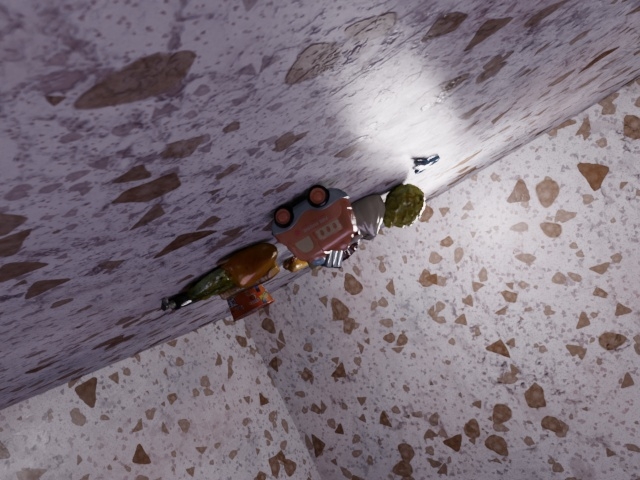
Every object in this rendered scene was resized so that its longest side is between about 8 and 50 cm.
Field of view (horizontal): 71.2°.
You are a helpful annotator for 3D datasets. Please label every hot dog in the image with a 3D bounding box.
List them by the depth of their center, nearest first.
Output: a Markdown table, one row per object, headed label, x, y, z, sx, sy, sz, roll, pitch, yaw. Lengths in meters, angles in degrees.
| label | x | y | z | sx | sy | sz | roll | pitch | yaw |
| --- | --- | --- | --- | --- | --- | --- | --- | --- | --- |
| hot dog | -0.136 | 0.125 | 2.604 | 0.249 | 0.102 | 0.076 | -20 | 128 | -60 |

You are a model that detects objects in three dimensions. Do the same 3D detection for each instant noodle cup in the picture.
| label | x | y | z | sx | sy | sz | roll | pitch | yaw |
| --- | --- | --- | --- | --- | --- | --- | --- | --- | --- |
| instant noodle cup | -0.393 | 0.292 | 2.372 | 0.250 | 0.192 | 0.250 | -27 | 172 | -4 |

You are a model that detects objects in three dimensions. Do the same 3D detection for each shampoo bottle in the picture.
| label | x | y | z | sx | sy | sz | roll | pitch | yaw |
| --- | --- | --- | --- | --- | --- | --- | --- | --- | --- |
| shampoo bottle | -0.599 | 0.257 | 1.910 | 0.057 | 0.064 | 0.207 | -20 | 178 | 23 |

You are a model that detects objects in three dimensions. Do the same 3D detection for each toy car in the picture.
| label | x | y | z | sx | sy | sz | roll | pitch | yaw |
| --- | --- | --- | --- | --- | --- | --- | --- | --- | --- |
| toy car | -0.009 | -0.038 | 1.424 | 0.270 | 0.213 | 0.180 | -29 | 173 | 12 |

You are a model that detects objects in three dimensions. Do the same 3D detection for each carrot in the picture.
| label | x | y | z | sx | sy | sz | roll | pitch | yaw |
| --- | --- | --- | --- | --- | --- | --- | --- | --- | --- |
| carrot | -0.339 | 0.175 | 2.083 | 0.301 | 0.114 | 0.114 | -26 | 173 | 1 |

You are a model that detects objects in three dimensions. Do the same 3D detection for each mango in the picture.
| label | x | y | z | sx | sy | sz | roll | pitch | yaw |
| --- | --- | --- | --- | --- | --- | --- | --- | --- | --- |
| mango | -0.257 | 0.087 | 1.723 | 0.252 | 0.126 | 0.154 | -33 | 158 | -42 |

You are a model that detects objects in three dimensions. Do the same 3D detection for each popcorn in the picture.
| label | x | y | z | sx | sy | sz | roll | pitch | yaw |
| --- | --- | --- | --- | --- | --- | --- | --- | --- | --- |
| popcorn | 0.390 | -0.161 | 2.128 | 0.235 | 0.180 | 0.217 | -55 | -174 | 18 |

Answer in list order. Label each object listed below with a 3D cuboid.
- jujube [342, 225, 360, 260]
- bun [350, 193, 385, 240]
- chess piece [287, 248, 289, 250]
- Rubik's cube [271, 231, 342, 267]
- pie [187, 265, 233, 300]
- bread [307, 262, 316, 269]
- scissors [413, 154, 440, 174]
| label | x | y | z | sx | sy | sz | roll | pitch | yaw |
| --- | --- | --- | --- | --- | --- | --- | --- | --- | --- |
| jujube | 0.037 | -0.007 | 1.835 | 0.232 | 0.213 | 0.213 | -10 | 163 | -44 |
| bun | 0.195 | -0.083 | 2.039 | 0.262 | 0.175 | 0.263 | -28 | 171 | -5 |
| chess piece | -0.034 | -0.004 | 2.010 | 0.117 | 0.117 | 0.397 | -32 | 170 | 29 |
| Rubik's cube | -0.001 | -0.001 | 1.624 | 0.228 | 0.229 | 0.233 | -21 | 170 | -35 |
| pie | -0.425 | 0.172 | 1.879 | 0.276 | 0.079 | 0.277 | -28 | 175 | -3 |
| bread | -0.023 | 0.075 | 2.453 | 0.133 | 0.141 | 0.148 | -32 | 174 | 2 |
| scissors | 0.423 | -0.312 | 1.842 | 0.125 | 0.030 | 0.256 | -33 | 173 | 24 |
